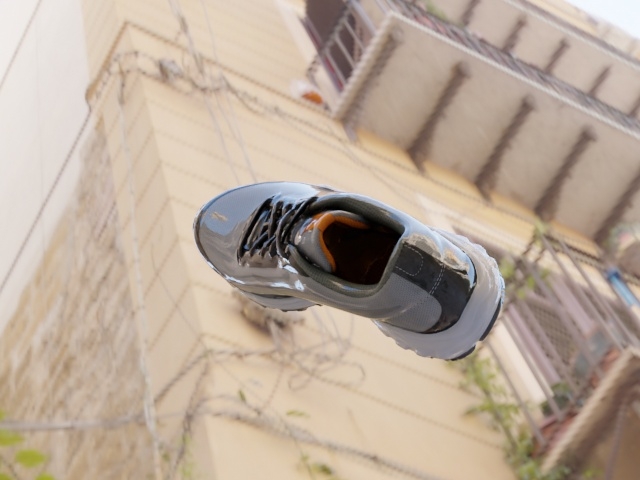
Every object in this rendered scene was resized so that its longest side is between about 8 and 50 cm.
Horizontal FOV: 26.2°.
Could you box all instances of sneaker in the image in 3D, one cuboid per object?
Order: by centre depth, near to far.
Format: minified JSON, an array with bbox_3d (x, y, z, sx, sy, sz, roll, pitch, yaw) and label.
[{"bbox_3d":[0.000,0.000,0.954,0.108,0.271,0.100,35,-104,-43],"label":"sneaker"}]
